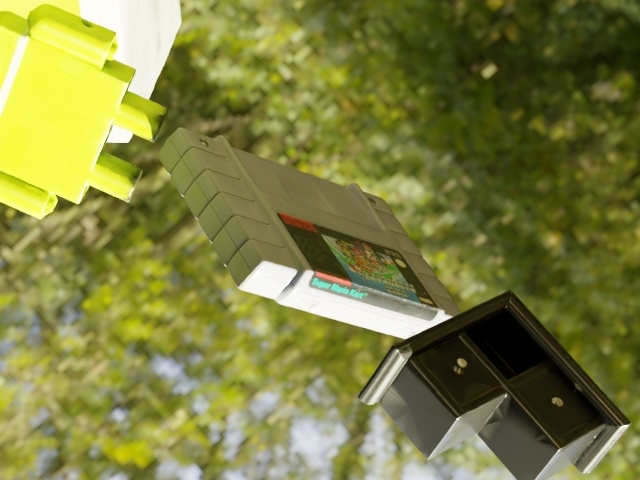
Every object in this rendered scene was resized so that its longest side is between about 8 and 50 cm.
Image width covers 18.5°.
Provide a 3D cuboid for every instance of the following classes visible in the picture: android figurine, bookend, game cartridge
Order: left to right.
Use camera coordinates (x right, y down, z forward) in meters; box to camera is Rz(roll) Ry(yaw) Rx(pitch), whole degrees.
[{"bbox_3d":[-0.312,-0.147,2.157,0.272,0.248,0.056,25,-151,-6],"label":"android figurine"},{"bbox_3d":[0.000,0.000,2.193,0.355,0.068,0.230,17,-154,-47],"label":"game cartridge"},{"bbox_3d":[0.143,0.139,1.619,0.157,0.072,0.156,-21,-118,-42],"label":"bookend"}]

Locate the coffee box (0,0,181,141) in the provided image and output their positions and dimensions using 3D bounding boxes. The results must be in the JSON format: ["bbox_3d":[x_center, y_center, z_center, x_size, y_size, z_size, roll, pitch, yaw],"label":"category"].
[{"bbox_3d":[-0.375,-0.347,2.427,0.338,0.334,0.338,-77,-13,-57],"label":"coffee box"}]
